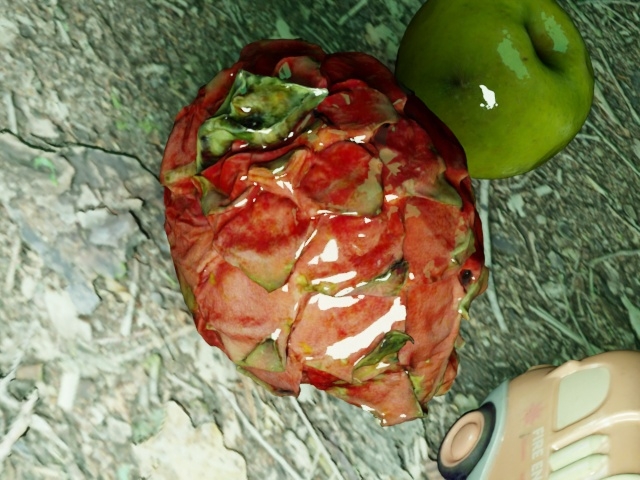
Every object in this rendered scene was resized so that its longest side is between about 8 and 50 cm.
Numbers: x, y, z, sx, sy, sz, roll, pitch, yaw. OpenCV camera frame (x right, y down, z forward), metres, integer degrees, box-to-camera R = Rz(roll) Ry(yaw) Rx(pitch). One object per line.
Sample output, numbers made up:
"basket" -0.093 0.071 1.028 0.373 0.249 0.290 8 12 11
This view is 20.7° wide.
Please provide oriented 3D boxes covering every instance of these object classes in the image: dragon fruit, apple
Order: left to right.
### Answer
"dragon fruit" 0.000 0.000 1.266 0.244 0.244 0.299 -40 111 -55
"apple" 0.156 -0.149 1.626 0.196 0.157 0.196 28 41 -28

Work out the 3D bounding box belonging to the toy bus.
"toy bus" 0.220 0.205 1.312 0.194 0.232 0.288 33 40 -17
